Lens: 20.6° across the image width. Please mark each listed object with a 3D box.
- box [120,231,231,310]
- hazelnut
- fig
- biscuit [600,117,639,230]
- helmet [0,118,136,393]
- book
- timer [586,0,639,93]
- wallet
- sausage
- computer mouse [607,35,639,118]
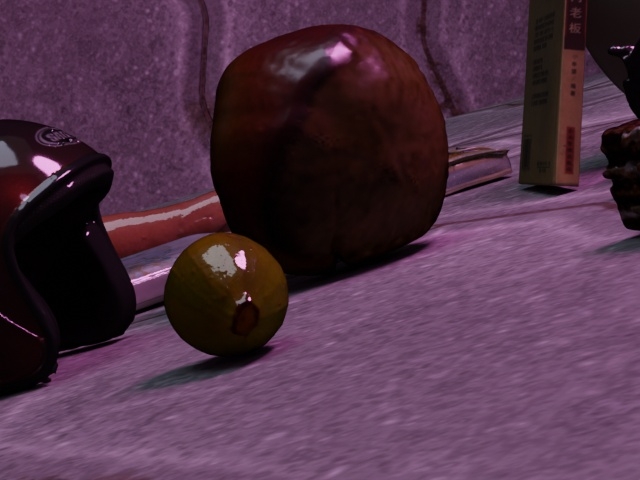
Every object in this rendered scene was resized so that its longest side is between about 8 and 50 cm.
[{"bbox_3d":[-0.186,0.045,1.515,0.285,0.044,0.142,-19,10,-32],"label":"box"},{"bbox_3d":[-0.005,-0.067,1.374,0.208,0.208,0.208,-16,5,1],"label":"hazelnut"},{"bbox_3d":[-0.053,0.036,1.039,0.074,0.074,0.088,-17,21,-12],"label":"fig"},{"bbox_3d":[0.304,-0.069,1.084,0.252,0.070,0.106,-17,6,-22],"label":"biscuit"},{"bbox_3d":[-0.230,0.016,1.246,0.216,0.193,0.189,-58,-8,14],"label":"helmet"},{"bbox_3d":[0.204,-0.162,1.533,0.026,0.231,0.161,3,3,-4],"label":"book"},{"bbox_3d":[0.408,-0.268,1.527,0.291,0.290,0.315,-18,0,-26],"label":"timer"},{"bbox_3d":[0.127,-0.072,1.832,0.110,0.039,0.155,-18,6,-14],"label":"wallet"},{"bbox_3d":[-0.155,-0.016,1.924,0.304,0.078,0.078,-15,5,-8],"label":"sausage"},{"bbox_3d":[0.368,-0.144,1.441,0.264,0.088,0.147,-3,-31,0],"label":"computer mouse"}]
